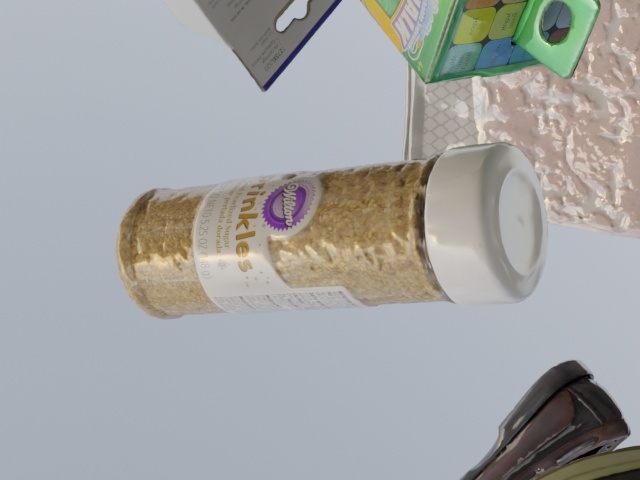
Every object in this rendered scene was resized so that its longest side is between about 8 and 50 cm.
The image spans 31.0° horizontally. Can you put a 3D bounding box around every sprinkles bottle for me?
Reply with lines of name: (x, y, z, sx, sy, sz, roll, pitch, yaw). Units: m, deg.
sprinkles bottle: (0.000, 0.000, 0.943, 0.355, 0.121, 0.121, -5, -142, 33)

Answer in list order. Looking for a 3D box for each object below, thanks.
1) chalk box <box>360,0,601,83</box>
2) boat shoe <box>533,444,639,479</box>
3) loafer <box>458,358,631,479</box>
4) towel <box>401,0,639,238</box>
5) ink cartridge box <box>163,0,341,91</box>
chalk box: (0.114, -0.201, 0.810, 0.132, 0.132, 0.213, -13, -129, -27)
boat shoe: (0.187, 0.154, 0.611, 0.223, 0.080, 0.073, -14, -141, -9)
loafer: (0.199, 0.257, 1.160, 0.109, 0.302, 0.095, -4, -138, -45)
towel: (0.247, -0.180, 1.314, 0.317, 0.332, 0.053, 9, -156, 21)
ink cartridge box: (-0.113, -0.326, 1.037, 0.069, 0.371, 0.176, 11, -123, 50)
